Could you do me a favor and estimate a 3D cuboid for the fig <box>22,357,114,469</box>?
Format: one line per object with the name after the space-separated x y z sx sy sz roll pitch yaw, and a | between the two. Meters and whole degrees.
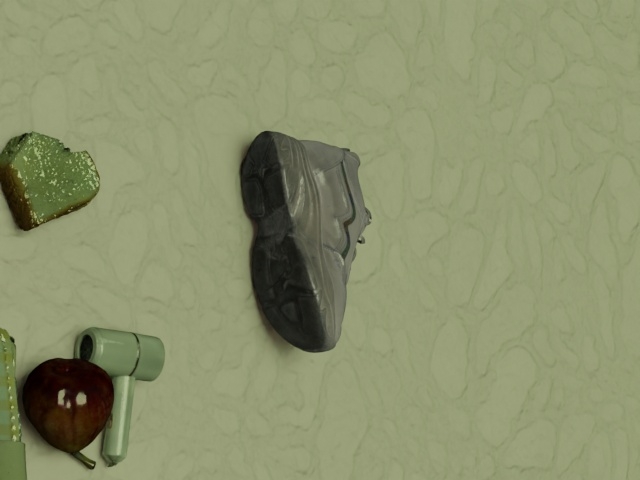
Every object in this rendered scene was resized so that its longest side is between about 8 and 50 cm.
-0.246 0.178 1.872 0.089 0.089 0.125 -25 128 -39 | fig

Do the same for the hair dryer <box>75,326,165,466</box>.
-0.207 0.159 1.922 0.082 0.047 0.137 10 83 -37 | hair dryer

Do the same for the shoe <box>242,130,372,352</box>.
0.000 0.000 2.084 0.138 0.095 0.245 -4 78 -37 | shoe

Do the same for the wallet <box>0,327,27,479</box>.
-0.369 0.227 1.761 0.223 0.077 0.309 6 77 -35 | wallet

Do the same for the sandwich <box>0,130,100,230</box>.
-0.271 -0.066 1.911 0.105 0.036 0.093 -23 96 -40 | sandwich
